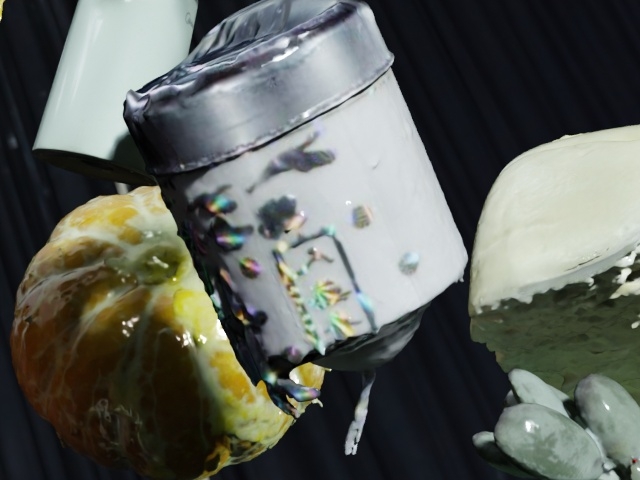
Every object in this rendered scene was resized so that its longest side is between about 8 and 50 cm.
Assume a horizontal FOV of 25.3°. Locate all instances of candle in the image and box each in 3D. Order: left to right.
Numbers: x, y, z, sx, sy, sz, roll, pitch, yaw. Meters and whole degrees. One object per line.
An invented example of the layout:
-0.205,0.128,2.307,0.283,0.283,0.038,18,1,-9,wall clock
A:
0.000,0.000,0.980,0.187,0.330,0.187,-22,-166,6,candle

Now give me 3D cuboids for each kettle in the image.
-0.142,-0.119,1.077,0.098,0.148,0.127,4,168,44,kettle

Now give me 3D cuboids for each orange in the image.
-0.151,0.093,1.452,0.329,0.329,0.249,-17,135,-12,orange

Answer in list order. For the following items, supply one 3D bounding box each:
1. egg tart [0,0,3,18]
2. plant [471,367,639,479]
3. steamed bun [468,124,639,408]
-0.436,-0.273,1.374,0.294,0.294,0.123,-25,163,3,egg tart
0.256,0.204,1.153,0.149,0.275,0.146,-59,172,-5,plant
0.272,0.010,1.234,0.290,0.273,0.272,-14,154,20,steamed bun
